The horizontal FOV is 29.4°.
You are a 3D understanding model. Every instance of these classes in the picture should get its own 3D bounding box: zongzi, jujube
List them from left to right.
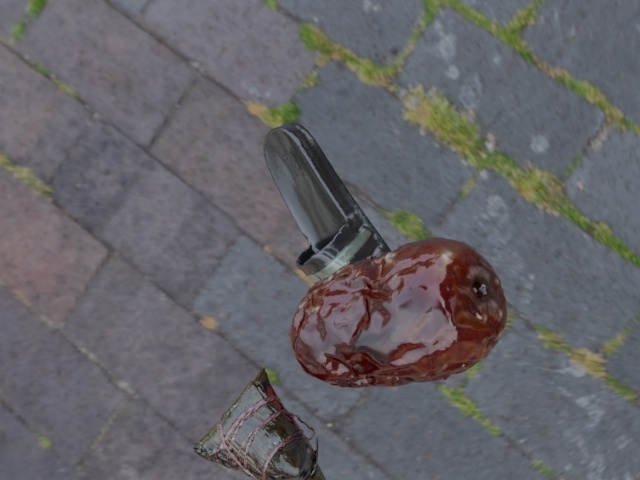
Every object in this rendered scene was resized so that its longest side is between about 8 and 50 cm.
[{"bbox_3d":[-0.022,0.132,0.740,0.067,0.073,0.083,-49,49,-5],"label":"zongzi"},{"bbox_3d":[0.040,0.045,0.670,0.129,0.077,0.077,-22,77,33],"label":"jujube"}]

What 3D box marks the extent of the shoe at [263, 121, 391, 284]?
[{"bbox_3d":[0.000,0.000,0.889,0.179,0.049,0.071,59,146,5],"label":"shoe"}]
